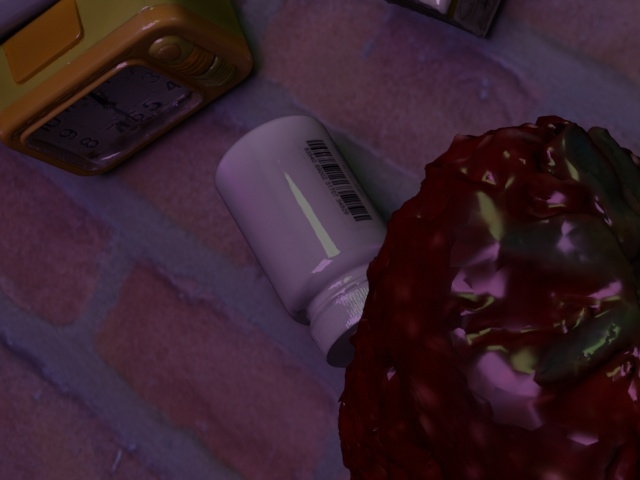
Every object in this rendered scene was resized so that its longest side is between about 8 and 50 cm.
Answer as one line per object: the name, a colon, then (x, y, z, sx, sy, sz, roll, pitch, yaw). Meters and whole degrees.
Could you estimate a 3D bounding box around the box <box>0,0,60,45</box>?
box: (-0.262, -0.279, 1.384, 0.370, 0.112, 0.190, -31, 93, 2)

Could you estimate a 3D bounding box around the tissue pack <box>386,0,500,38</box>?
tissue pack: (0.101, -0.248, 1.262, 0.106, 0.099, 0.148, 27, 95, 29)

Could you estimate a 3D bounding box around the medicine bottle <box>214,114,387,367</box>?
medicine bottle: (0.000, 0.000, 1.275, 0.103, 0.103, 0.186, -40, 64, 18)

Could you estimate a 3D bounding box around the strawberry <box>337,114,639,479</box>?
strawberry: (0.132, 0.109, 1.092, 0.317, 0.295, 0.345, 42, 126, -6)

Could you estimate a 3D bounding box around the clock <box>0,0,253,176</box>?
clock: (-0.173, -0.147, 1.381, 0.202, 0.143, 0.096, -31, 65, 23)
